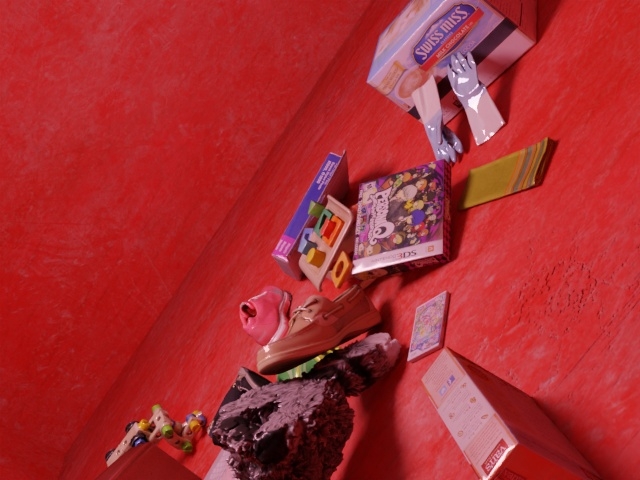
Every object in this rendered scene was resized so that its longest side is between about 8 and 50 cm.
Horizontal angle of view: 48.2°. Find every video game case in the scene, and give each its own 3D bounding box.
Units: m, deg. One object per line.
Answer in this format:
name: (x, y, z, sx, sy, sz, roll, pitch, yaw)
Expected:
video game case: (0.198, 0.158, 1.310, 0.087, 0.011, 0.122, -39, 26, 45)
video game case: (0.169, -0.042, 1.482, 0.210, 0.042, 0.232, -14, 54, 32)

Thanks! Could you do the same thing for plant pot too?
plant pot: (-0.463, 0.677, 1.851, 0.267, 0.267, 0.235, -34, 19, 52)

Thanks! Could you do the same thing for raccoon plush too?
raccoon plush: (0.017, 0.389, 1.246, 0.447, 0.299, 0.216, -22, 12, -22)

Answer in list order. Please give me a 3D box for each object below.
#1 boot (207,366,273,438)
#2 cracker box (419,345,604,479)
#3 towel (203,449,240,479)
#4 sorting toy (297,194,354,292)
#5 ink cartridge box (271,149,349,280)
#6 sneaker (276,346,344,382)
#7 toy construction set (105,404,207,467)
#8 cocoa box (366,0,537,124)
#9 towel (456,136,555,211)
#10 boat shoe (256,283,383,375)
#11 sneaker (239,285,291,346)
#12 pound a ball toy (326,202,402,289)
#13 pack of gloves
boot: (-0.182, 0.392, 1.653, 0.178, 0.085, 0.236, -61, 13, -9)
cracker box: (0.228, 0.235, 0.863, 0.067, 0.156, 0.232, -56, 17, 9)
towel: (-0.176, 0.521, 1.643, 0.331, 0.053, 0.317, -59, 18, -1)
sorting toy: (0.000, 0.000, 1.624, 0.195, 0.047, 0.348, -68, 20, 8)
ink cartridge box: (-0.023, -0.071, 1.966, 0.324, 0.072, 0.330, -61, -11, -11)
sneaker: (-0.011, 0.287, 1.549, 0.296, 0.110, 0.123, -11, 75, 63)
toy construction set: (-0.482, 0.619, 2.061, 0.151, 0.215, 0.327, 19, 80, 49)
cocoa box: (0.312, -0.484, 1.716, 0.347, 0.228, 0.231, -41, 24, 42)
towel: (0.345, -0.122, 1.368, 0.237, 0.021, 0.102, -21, 40, 63)
boat shoe: (-0.013, 0.168, 1.393, 0.122, 0.110, 0.341, -32, -10, 36)
sneaker: (-0.162, 0.191, 2.013, 0.116, 0.136, 0.314, -53, 18, 13)
pound a ball toy: (0.078, 0.012, 1.672, 0.319, 0.136, 0.208, -33, 30, 54)
pack of gloves: (0.287, -0.294, 1.587, 0.195, 0.046, 0.232, -43, 54, 44)
